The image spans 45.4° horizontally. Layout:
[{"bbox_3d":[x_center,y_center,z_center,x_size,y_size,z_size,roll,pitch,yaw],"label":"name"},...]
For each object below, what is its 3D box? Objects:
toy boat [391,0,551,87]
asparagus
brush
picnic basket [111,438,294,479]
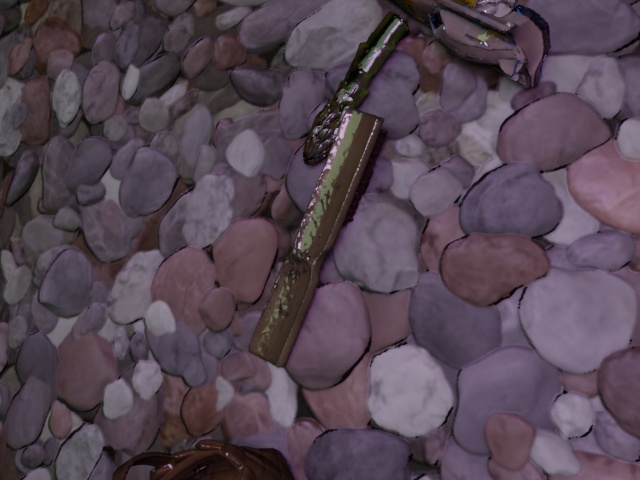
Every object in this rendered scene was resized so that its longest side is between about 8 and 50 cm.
[{"bbox_3d":[0.115,-0.202,0.676,0.210,0.084,0.066,39,92,39],"label":"toy boat"},{"bbox_3d":[0.031,-0.141,0.724,0.036,0.030,0.165,32,93,19],"label":"asparagus"},{"bbox_3d":[0.000,0.000,0.706,0.043,0.036,0.247,25,97,34],"label":"brush"},{"bbox_3d":[-0.105,0.232,0.617,0.138,0.178,0.128,-41,63,13],"label":"picnic basket"}]
